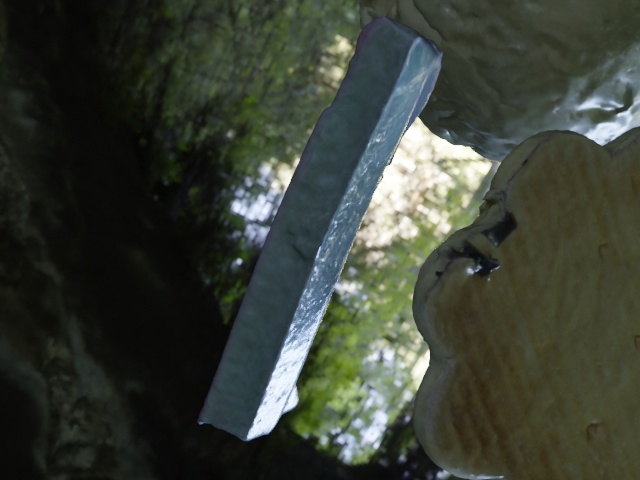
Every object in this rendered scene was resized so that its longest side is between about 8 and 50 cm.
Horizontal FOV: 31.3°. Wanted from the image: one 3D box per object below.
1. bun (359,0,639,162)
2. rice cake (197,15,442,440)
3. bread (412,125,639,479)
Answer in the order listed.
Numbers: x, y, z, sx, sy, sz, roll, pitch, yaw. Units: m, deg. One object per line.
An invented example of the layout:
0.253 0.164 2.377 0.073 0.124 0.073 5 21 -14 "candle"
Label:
0.163 -0.231 1.074 0.227 0.349 0.352 -11 -108 -15 "bun"
-0.001 -0.001 0.709 0.051 0.290 0.081 33 -158 27 "rice cake"
0.197 0.063 0.818 0.316 0.316 0.054 16 179 -27 "bread"
